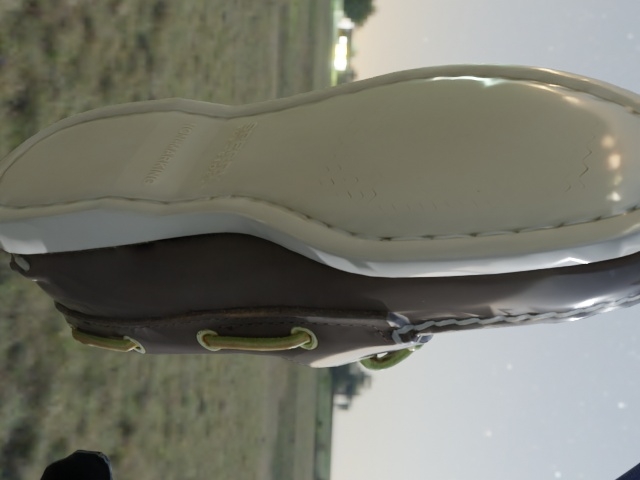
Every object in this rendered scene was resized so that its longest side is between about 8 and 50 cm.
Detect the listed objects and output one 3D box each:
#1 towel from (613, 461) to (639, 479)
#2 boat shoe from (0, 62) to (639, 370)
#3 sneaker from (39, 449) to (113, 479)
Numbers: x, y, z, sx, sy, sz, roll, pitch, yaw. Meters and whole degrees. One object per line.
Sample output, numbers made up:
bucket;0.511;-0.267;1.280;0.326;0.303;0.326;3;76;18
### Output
towel;0.287;0.320;0.928;0.285;0.034;0.209;57;-38;17
boat shoe;0.000;0.000;0.503;0.117;0.324;0.097;-60;138;-42
sneaker;-0.102;0.168;0.510;0.051;0.089;0.170;-58;134;-60
